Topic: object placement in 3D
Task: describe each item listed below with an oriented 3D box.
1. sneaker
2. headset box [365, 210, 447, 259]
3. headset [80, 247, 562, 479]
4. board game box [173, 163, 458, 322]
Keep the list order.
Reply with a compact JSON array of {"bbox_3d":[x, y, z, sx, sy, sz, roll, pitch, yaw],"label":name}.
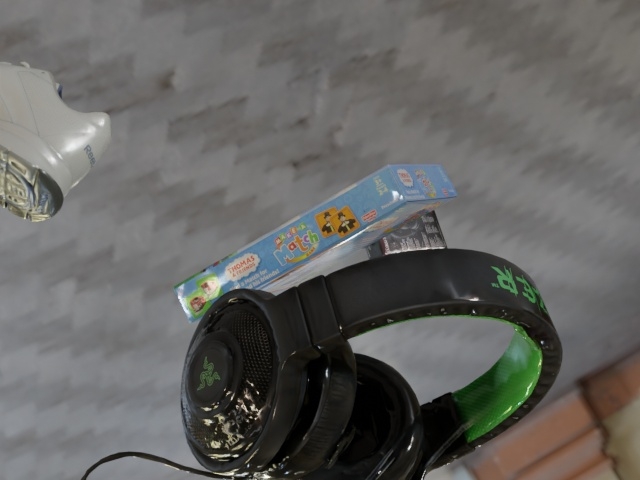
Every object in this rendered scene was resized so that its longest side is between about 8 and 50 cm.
[{"bbox_3d":[-0.336,-0.131,1.404,0.129,0.297,0.111,-43,156,-33],"label":"sneaker"},{"bbox_3d":[0.076,-0.008,1.383,0.083,0.062,0.032,-6,154,-27],"label":"headset box"},{"bbox_3d":[-0.007,0.153,1.013,0.394,0.185,0.243,-27,144,16],"label":"headset"},{"bbox_3d":[0.000,0.000,1.179,0.211,0.039,0.160,-28,173,19],"label":"board game box"}]
